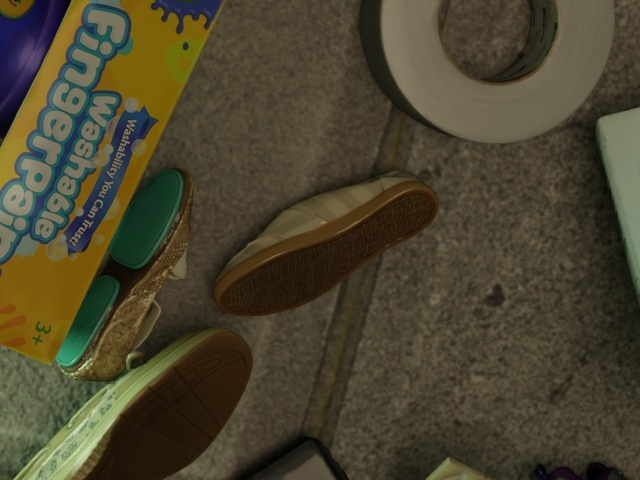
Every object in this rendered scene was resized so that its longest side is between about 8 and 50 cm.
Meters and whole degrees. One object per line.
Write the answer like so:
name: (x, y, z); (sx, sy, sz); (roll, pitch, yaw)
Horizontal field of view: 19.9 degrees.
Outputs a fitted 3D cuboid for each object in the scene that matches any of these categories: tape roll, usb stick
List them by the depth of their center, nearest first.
tape roll: (0.149, -0.197, 1.633); (0.219, 0.072, 0.219); (-2, 97, -13)
usb stick: (-0.100, 0.275, 1.645); (0.278, 0.045, 0.077); (-32, 105, -8)

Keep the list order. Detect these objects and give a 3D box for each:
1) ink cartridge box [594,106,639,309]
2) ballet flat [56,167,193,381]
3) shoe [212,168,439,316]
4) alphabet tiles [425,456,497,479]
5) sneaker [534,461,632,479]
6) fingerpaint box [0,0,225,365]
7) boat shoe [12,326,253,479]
ink cartridge box: (0.465, -0.005, 1.605); (0.385, 0.091, 0.308); (-15, 68, 7)
ballet flat: (-0.159, 0.034, 1.597); (0.067, 0.073, 0.206); (31, 92, -43)
shoe: (0.000, 0.000, 1.634); (0.219, 0.058, 0.076); (-26, 134, -6)
alphabet tiles: (0.161, 0.303, 1.674); (0.237, 0.009, 0.198); (27, 127, -16)
sneaker: (0.306, 0.253, 1.733); (0.224, 0.083, 0.098); (9, 54, -33)
fingerpaint box: (-0.294, -0.180, 1.435); (0.371, 0.163, 0.444); (27, 87, -26)
boat shoe: (-0.182, 0.172, 1.581); (0.285, 0.089, 0.104); (-43, 131, -6)
